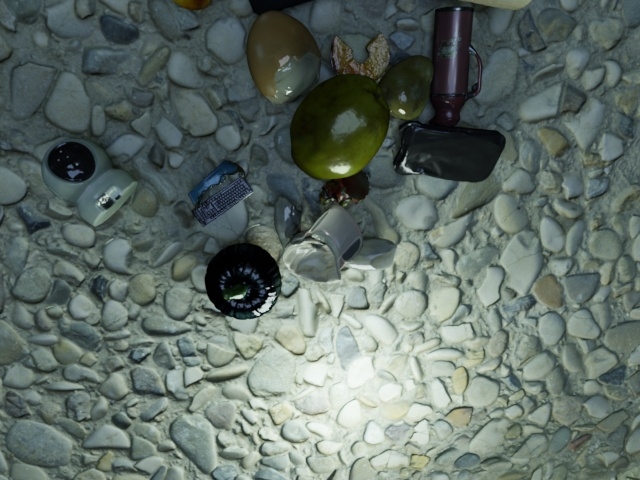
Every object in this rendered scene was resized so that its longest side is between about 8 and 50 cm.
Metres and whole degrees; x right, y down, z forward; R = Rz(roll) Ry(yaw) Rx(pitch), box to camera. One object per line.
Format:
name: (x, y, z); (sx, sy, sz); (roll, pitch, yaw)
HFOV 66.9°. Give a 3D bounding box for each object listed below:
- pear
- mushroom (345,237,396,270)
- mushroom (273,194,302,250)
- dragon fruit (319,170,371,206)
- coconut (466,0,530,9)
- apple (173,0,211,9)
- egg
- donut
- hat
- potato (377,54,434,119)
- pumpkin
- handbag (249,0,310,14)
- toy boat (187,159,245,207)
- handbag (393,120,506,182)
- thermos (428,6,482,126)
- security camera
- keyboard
pear: (0.050, -0.318, 1.379); (0.269, 0.269, 0.321); (43, 122, -16)
mushroom: (0.104, 0.036, 1.580); (0.269, 0.103, 0.118); (8, 107, -2)
mushroom: (-0.087, -0.014, 1.554); (0.099, 0.096, 0.278); (4, 117, 41)
dragon fruit: (0.070, -0.171, 1.508); (0.174, 0.142, 0.139); (-19, 69, 21)
coconut: (0.472, -0.753, 1.262); (0.328, 0.329, 0.329); (-1, 108, -5)
apple: (-0.346, -0.702, 1.279); (0.147, 0.146, 0.163); (27, 106, -8)
egg: (-0.105, -0.505, 1.335); (0.201, 0.201, 0.245); (-23, 98, 3)
donut: (0.110, -0.525, 1.413); (0.181, 0.078, 0.146); (-9, 109, -9)
hat: (0.000, 0.000, 1.492); (0.219, 0.164, 0.226); (43, 61, -30)
potato: (0.253, -0.449, 1.404); (0.157, 0.157, 0.194); (34, 88, -14)
pumpkin: (-0.245, 0.139, 1.504); (0.247, 0.248, 0.248); (-1, 108, -5)
handbag: (-0.084, -0.771, 1.280); (0.301, 0.178, 0.275); (-18, 151, -1)
toy boat: (-0.318, -0.172, 1.486); (0.185, 0.075, 0.077); (-41, 104, 4)
handbag: (0.384, -0.271, 1.491); (0.332, 0.075, 0.192); (6, 137, -7)
thermos: (0.394, -0.499, 1.425); (0.136, 0.109, 0.331); (-2, 108, -5)
security camera: (-0.677, -0.182, 1.399); (0.194, 0.194, 0.236); (-44, 101, 9)
keyboard: (-0.310, -0.123, 1.537); (0.202, 0.011, 0.067); (-34, 106, 6)
